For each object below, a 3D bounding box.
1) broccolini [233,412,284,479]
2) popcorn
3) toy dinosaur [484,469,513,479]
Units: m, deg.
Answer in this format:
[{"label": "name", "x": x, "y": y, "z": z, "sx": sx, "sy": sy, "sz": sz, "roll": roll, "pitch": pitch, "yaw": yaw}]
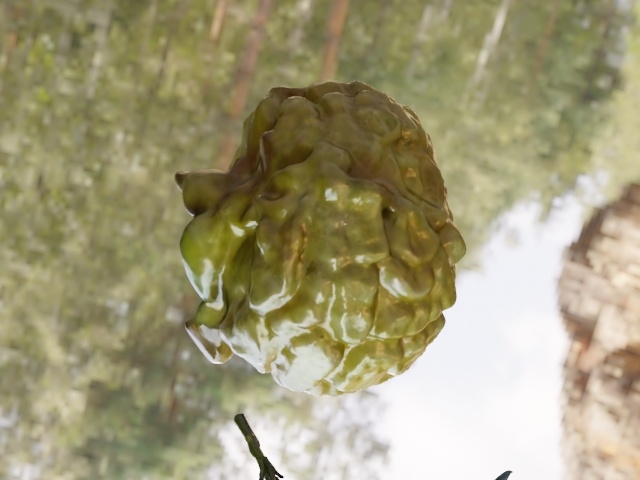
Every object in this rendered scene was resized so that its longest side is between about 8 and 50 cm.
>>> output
[{"label": "broccolini", "x": -0.058, "y": 0.210, "z": 1.717, "sx": 0.035, "sy": 0.030, "sz": 0.140, "roll": 0, "pitch": -145, "yaw": -27}, {"label": "popcorn", "x": 0.000, "y": 0.000, "z": 1.529, "sx": 0.224, "sy": 0.270, "sz": 0.258, "roll": 31, "pitch": 180, "yaw": -41}, {"label": "toy dinosaur", "x": 0.125, "y": 0.215, "z": 1.427, "sx": 0.030, "sy": 0.083, "sz": 0.047, "roll": 23, "pitch": -157, "yaw": -18}]
